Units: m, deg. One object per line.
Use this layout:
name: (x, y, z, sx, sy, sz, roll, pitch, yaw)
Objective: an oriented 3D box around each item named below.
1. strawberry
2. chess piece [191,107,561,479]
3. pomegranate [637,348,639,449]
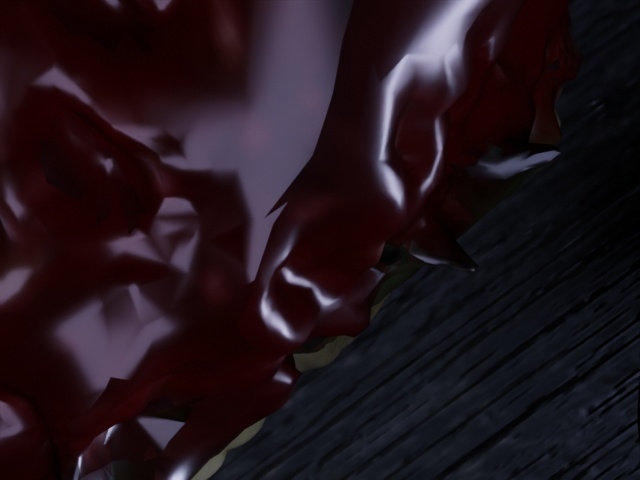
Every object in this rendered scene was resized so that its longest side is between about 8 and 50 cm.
strawberry: (-0.127, -0.083, 0.503, 0.345, 0.295, 0.317, 45, 133, -9)
chess piece: (0.000, 0.000, 0.675, 0.200, 0.090, 0.090, -38, 122, 4)
pomegranate: (0.240, 0.030, 0.691, 0.290, 0.323, 0.291, -25, 153, -13)
